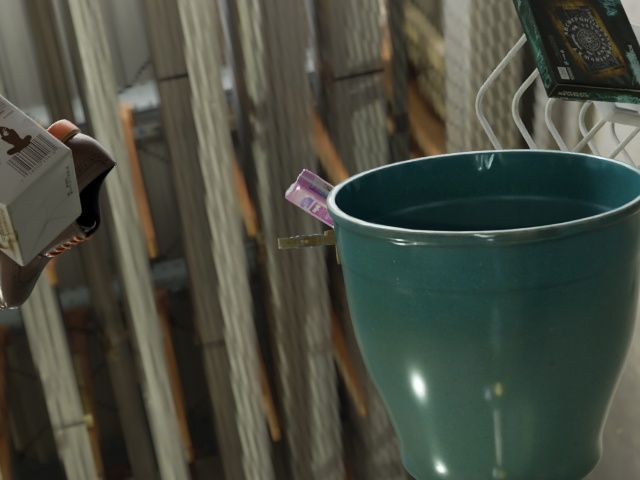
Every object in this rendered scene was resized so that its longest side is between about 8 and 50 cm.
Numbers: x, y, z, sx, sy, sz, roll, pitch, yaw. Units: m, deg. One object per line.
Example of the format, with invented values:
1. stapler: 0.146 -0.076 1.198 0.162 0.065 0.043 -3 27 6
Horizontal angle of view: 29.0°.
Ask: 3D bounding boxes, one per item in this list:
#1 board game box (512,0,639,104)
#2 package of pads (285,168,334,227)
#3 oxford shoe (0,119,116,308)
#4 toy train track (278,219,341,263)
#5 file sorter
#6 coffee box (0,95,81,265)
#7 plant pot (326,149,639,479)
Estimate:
1. board game box: 0.274 -0.226 1.313 0.026 0.126 0.186 120 145 -51
2. package of pads: 0.000 -0.053 1.594 0.032 0.083 0.050 -61 8 -29
3. oxford shoe: -0.338 -0.011 1.539 0.271 0.098 0.097 -63 -9 26
4. toy train track: 0.000 0.000 1.161 0.014 0.083 0.048 164 101 -73
5. file sorter: 0.370 -0.158 1.576 0.173 0.277 0.193 -53 47 37
6. coffee box: -0.385 -0.103 1.334 0.246 0.098 0.141 37 154 14
7. plant pot: 0.149 0.075 1.081 0.271 0.271 0.255 -130 34 -69
